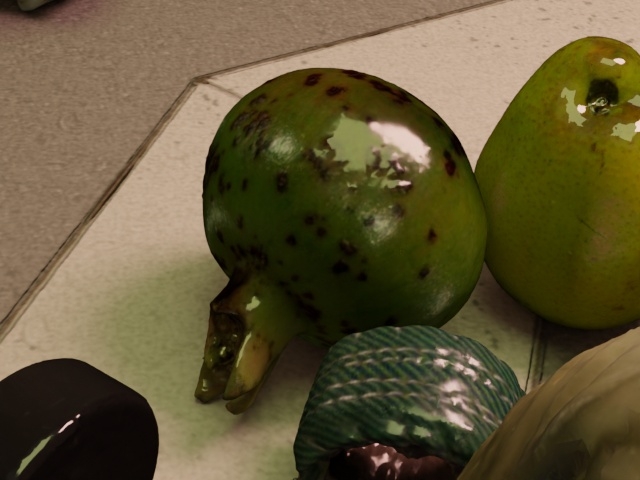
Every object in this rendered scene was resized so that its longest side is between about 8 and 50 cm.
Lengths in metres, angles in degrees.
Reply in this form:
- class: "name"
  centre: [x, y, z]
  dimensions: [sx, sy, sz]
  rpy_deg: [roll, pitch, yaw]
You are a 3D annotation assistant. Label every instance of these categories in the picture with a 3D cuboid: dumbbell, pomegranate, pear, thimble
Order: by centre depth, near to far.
- class: "dumbbell"
  centre: [-0.082, 0.169, 0.529]
  dimensions: [0.218, 0.152, 0.152]
  rpy_deg: [25, 41, 22]
- class: "thimble"
  centre: [0.055, 0.119, 0.639]
  dimensions: [0.135, 0.118, 0.090]
  rpy_deg: [13, 37, 8]
- class: "pomegranate"
  centre: [0.000, 0.000, 0.734]
  dimensions: [0.211, 0.211, 0.263]
  rpy_deg: [30, 63, 28]
- class: "pear"
  centre: [0.203, -0.040, 0.791]
  dimensions: [0.187, 0.219, 0.187]
  rpy_deg: [2, 41, -2]

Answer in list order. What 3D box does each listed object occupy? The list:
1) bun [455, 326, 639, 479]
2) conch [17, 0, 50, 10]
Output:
- class: "bun"
  centre: [0.143, 0.156, 0.454]
  dimensions: [0.168, 0.273, 0.273]
  rpy_deg: [15, 30, -31]
- class: "conch"
  centre: [-0.313, -0.345, 1.186]
  dimensions: [0.203, 0.169, 0.386]
  rpy_deg: [42, 10, 8]
